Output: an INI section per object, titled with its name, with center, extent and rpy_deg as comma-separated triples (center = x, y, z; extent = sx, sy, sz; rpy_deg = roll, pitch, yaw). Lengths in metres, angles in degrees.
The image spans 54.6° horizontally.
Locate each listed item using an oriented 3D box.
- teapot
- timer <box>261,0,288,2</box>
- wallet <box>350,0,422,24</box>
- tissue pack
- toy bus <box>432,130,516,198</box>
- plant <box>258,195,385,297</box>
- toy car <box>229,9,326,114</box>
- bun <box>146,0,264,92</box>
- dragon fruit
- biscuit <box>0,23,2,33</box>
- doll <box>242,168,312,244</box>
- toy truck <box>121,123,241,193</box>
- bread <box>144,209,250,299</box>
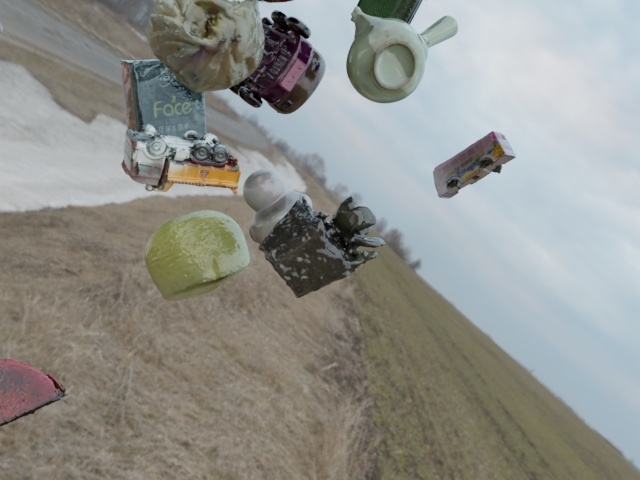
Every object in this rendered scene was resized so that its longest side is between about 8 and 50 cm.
[teapot]
center = 0.211, -0.464, 1.580
extent = 0.318, 0.220, 0.149
rpy_deg = -3, 27, -21
[timer]
center = -0.128, -0.785, 1.522
extent = 0.278, 0.379, 0.378
rpy_deg = 3, -1, 8
[wallet]
center = 0.195, -0.651, 1.613
extent = 0.160, 0.236, 0.055
rpy_deg = 34, 18, 18
[tissue pack]
center = -0.443, -0.358, 1.776
extent = 0.103, 0.316, 0.227
rpy_deg = 16, 25, 41
[toy bus]
center = 0.496, -0.242, 2.031
extent = 0.090, 0.274, 0.112
rpy_deg = 0, 63, -50
[plant]
center = 0.000, 0.000, 1.519
extent = 0.189, 0.276, 0.199
rpy_deg = 60, -6, -33
[toy car]
center = -0.104, -0.485, 1.797
extent = 0.240, 0.271, 0.341
rpy_deg = 30, 12, -40
[bun]
center = -0.261, -0.472, 1.431
extent = 0.281, 0.281, 0.205
rpy_deg = 40, 8, -16
[dragon fruit]
center = -0.675, 0.328, 1.287
extent = 0.163, 0.261, 0.190
rpy_deg = 28, -49, 52
[biscuit]
center = -0.929, -0.561, 1.741
extent = 0.049, 0.181, 0.208
rpy_deg = 11, 51, -32
[doll]
center = -0.142, -0.104, 1.839
extent = 0.221, 0.221, 0.251
rpy_deg = 40, 22, -23
[toy truck]
center = -0.325, -0.186, 1.462
extent = 0.270, 0.135, 0.114
rpy_deg = 3, 26, -32
[bread]
center = -0.387, 0.046, 1.957
extent = 0.320, 0.320, 0.238
rpy_deg = 25, 45, -76
